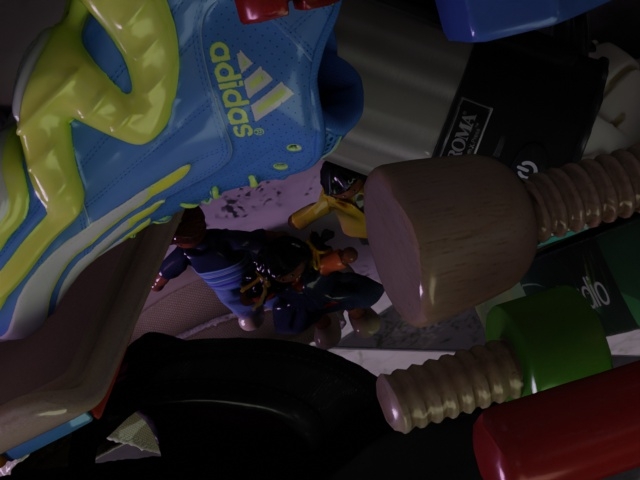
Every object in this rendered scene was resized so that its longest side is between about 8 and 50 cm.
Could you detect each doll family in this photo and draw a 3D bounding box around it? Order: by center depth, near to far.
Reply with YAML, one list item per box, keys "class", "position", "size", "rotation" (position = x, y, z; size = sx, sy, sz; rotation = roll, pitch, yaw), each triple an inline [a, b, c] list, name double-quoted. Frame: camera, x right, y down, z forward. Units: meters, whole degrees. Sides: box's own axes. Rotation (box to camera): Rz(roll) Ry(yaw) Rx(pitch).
- class: "doll family"
  position: [0.000, 0.000, 0.879]
  size: [0.193, 0.076, 0.111]
  rotation: [-30, 148, 11]

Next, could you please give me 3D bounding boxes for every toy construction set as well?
- class: "toy construction set"
  position: [0.100, -0.106, 0.453]
  size: [0.237, 0.309, 0.257]
  rotation: [-15, 166, -14]

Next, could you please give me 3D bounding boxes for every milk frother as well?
- class: "milk frother"
  position: [0.053, -0.083, 0.727]
  size: [0.134, 0.129, 0.143]
  rotation: [21, -173, 1]

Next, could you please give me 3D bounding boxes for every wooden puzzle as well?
- class: "wooden puzzle"
  position: [-0.153, 0.056, 0.797]
  size: [0.221, 0.239, 0.044]
  rotation: [-27, 111, 27]

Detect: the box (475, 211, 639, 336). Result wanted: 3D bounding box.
- class: "box"
  position: [0.233, -0.019, 0.860]
  size: [0.232, 0.058, 0.322]
  rotation: [-23, 176, -18]

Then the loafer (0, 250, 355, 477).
- class: "loafer"
  position: [-0.095, 0.083, 1.013]
  size: [0.268, 0.092, 0.102]
  rotation: [-22, 157, 16]

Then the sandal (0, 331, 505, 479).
- class: "sandal"
  position: [-0.029, 0.095, 0.902]
  size: [0.167, 0.107, 0.445]
  rotation: [-2, -177, 41]

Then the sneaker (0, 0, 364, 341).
- class: "sneaker"
  position: [-0.059, -0.033, 0.639]
  size: [0.126, 0.091, 0.240]
  rotation: [22, 130, -5]

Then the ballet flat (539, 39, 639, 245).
- class: "ballet flat"
  position: [0.162, -0.072, 0.821]
  size: [0.241, 0.091, 0.077]
  rotation: [-23, 135, -20]
